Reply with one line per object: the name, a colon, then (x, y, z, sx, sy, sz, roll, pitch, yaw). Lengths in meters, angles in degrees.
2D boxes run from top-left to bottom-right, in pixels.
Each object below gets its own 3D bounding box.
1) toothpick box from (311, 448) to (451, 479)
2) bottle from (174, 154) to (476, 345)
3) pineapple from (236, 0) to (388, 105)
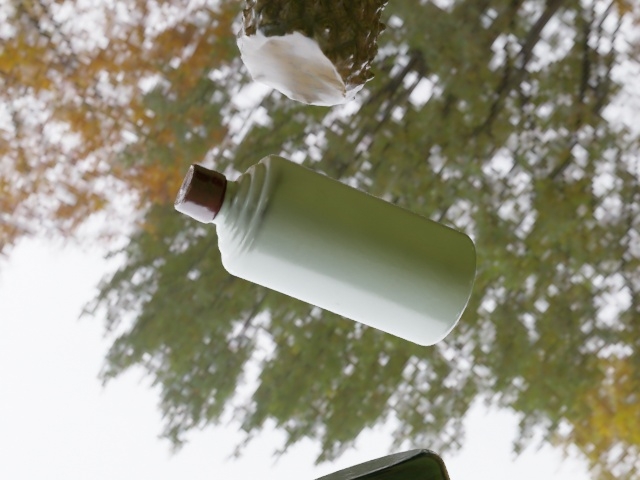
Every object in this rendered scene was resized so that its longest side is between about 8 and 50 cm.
toothpick box: (0.052, 0.242, 0.912, 0.120, 0.120, 0.184, -14, -96, -47)
bottle: (0.000, 0.000, 1.110, 0.245, 0.104, 0.104, 21, -142, -16)
pineapple: (0.019, -0.234, 1.060, 0.125, 0.125, 0.251, 22, -108, -18)
